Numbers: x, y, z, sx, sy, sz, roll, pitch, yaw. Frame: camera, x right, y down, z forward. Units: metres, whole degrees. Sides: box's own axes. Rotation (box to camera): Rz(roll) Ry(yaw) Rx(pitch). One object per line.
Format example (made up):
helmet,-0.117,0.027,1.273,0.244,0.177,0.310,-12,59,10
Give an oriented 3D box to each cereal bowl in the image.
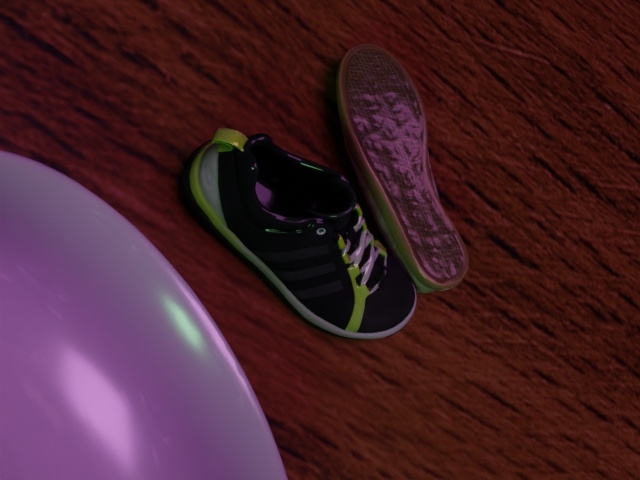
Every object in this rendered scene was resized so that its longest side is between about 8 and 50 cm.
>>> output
cereal bowl,-0.158,0.127,0.533,0.339,0.141,0.339,49,21,-26

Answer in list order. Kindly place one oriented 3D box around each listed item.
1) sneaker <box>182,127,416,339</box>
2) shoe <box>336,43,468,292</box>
sneaker,0.000,0.000,0.770,0.234,0.097,0.084,35,58,-28
shoe,0.059,-0.058,0.872,0.076,0.058,0.219,-16,83,-22
